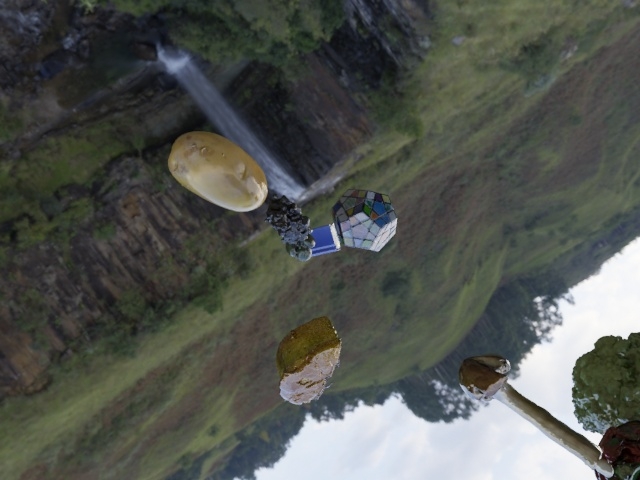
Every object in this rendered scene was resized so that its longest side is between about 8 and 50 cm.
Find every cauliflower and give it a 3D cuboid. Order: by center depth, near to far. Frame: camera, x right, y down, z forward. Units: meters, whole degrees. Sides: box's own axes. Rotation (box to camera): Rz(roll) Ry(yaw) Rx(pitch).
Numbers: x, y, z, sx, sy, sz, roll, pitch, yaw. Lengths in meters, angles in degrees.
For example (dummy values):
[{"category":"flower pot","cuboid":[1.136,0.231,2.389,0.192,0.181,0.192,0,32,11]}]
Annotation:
[{"category":"cauliflower","cuboid":[0.725,0.327,1.179,0.327,0.281,0.260,-177,-82,-74]}]

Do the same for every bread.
[{"category":"bread","cuboid":[-0.052,0.340,1.446,0.147,0.160,0.260,3,134,-26]}]

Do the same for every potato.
[{"category":"potato","cuboid":[-0.212,-0.146,1.115,0.146,0.234,0.150,-24,-128,47]}]

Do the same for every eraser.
[{"category":"eraser","cuboid":[0.000,0.000,1.202,0.085,0.063,0.027,-14,-176,31]}]

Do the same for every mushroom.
[{"category":"mushroom","cuboid":[0.244,0.192,0.593,0.061,0.187,0.060,-60,155,7]}]

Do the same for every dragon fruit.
[{"category":"dragon fruit","cuboid":[0.615,0.430,0.971,0.182,0.189,0.182,16,90,-81]}]

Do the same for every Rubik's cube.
[{"category":"Rubik's cube","cuboid":[0.070,-0.033,0.841,0.093,0.111,0.111,-14,-179,-7]}]

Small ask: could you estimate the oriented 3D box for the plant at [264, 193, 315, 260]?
[{"category":"plant","cuboid":[-0.053,-0.020,1.036,0.087,0.174,0.085,-14,-133,10]}]
